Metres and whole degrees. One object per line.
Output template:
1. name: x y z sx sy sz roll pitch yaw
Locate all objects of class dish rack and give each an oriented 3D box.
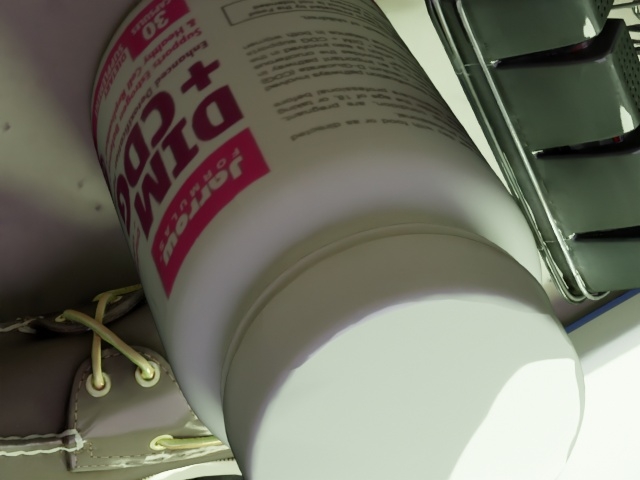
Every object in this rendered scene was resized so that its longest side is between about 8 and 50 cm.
1. dish rack: 0.155 -0.129 0.812 0.074 0.271 0.208 2 138 33

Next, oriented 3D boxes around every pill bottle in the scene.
1. pill bottle: 0.000 0.000 0.782 0.160 0.283 0.160 -9 124 -13

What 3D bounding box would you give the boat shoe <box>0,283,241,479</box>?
1. boat shoe: -0.083 0.069 0.895 0.324 0.116 0.097 -1 134 -24

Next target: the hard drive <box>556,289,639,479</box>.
1. hard drive: 0.258 0.088 1.077 0.319 0.040 0.210 -30 126 2

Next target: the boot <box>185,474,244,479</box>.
1. boot: -0.086 0.267 1.039 0.223 0.118 0.338 -12 129 -17
